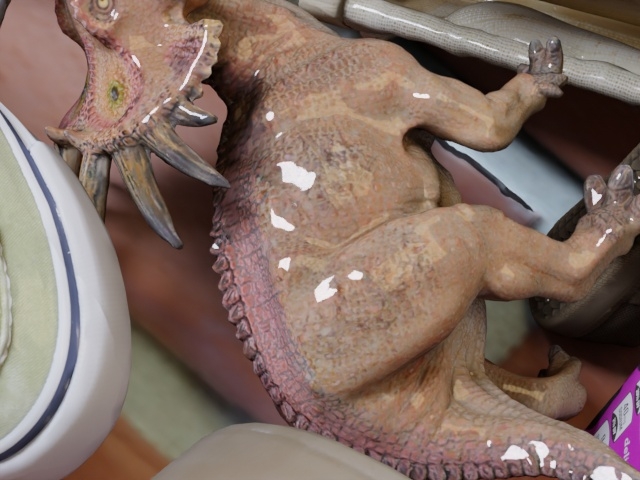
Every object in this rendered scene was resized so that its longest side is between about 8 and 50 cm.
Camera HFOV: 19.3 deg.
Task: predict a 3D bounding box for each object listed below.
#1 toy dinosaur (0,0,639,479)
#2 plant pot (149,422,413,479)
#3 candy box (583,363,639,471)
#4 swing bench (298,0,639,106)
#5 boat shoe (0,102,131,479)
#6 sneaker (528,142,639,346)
[{"bbox_3d":[0.000,0.000,0.695,0.200,0.127,0.296,-13,64,-32],"label":"toy dinosaur"},{"bbox_3d":[-0.035,0.249,0.388,0.280,0.323,0.323,-35,72,-22],"label":"plant pot"},{"bbox_3d":[0.170,0.077,0.630,0.071,0.233,0.159,13,49,-14],"label":"candy box"},{"bbox_3d":[0.125,-0.145,0.744,0.253,0.255,0.165,17,62,20],"label":"swing bench"},{"bbox_3d":[-0.174,-0.039,0.643,0.302,0.109,0.094,50,12,28],"label":"boat shoe"},{"bbox_3d":[0.156,-0.010,0.724,0.071,0.188,0.066,13,64,-23],"label":"sneaker"}]
